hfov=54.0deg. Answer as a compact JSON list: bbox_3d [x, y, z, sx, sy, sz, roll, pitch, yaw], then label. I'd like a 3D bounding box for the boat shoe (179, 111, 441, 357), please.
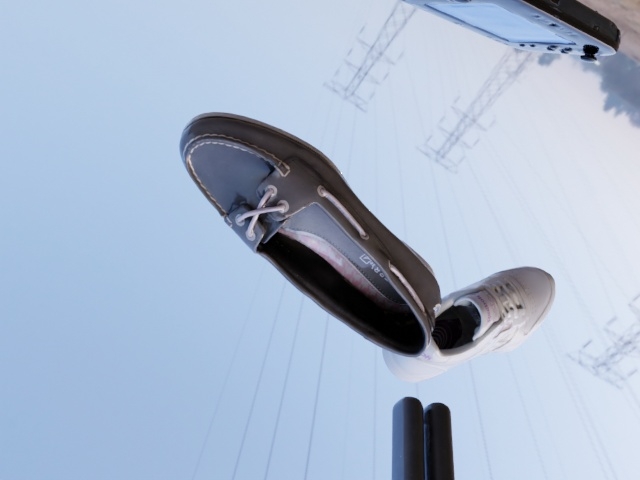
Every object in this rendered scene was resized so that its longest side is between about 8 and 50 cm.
[{"bbox_3d":[0.000,0.000,0.628,0.335,0.112,0.095,37,-148,-21],"label":"boat shoe"}]

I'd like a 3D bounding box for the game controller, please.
[{"bbox_3d":[0.220,-0.272,0.752,0.319,0.067,0.166,4,-176,-40],"label":"game controller"}]

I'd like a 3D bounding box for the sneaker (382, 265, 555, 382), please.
[{"bbox_3d":[0.242,0.113,0.904,0.305,0.152,0.114,-23,-105,-24],"label":"sneaker"}]

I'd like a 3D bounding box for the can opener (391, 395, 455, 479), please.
[{"bbox_3d":[0.104,0.323,0.698,0.076,0.095,0.283,14,-126,-14],"label":"can opener"}]
